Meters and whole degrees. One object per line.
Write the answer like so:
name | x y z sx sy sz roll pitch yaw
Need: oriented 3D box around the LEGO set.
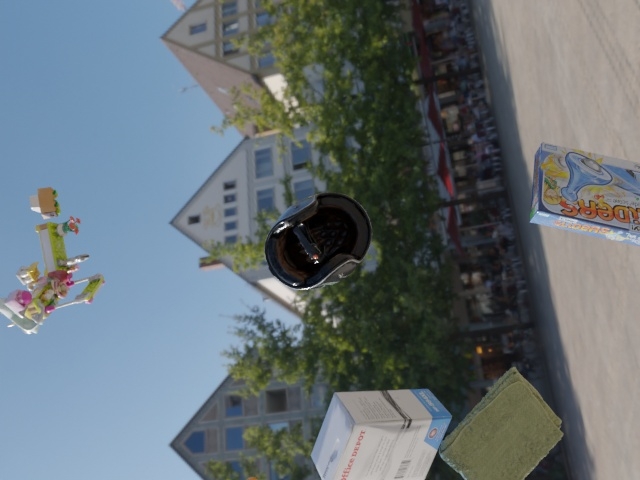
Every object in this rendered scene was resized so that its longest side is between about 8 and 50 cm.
LEGO set | -0.431 0.030 0.980 0.132 0.107 0.287 66 -169 -46

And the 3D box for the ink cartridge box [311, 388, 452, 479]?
ink cartridge box | 0.104 0.340 1.007 0.086 0.203 0.148 49 126 55

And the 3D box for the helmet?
helmet | 0.000 0.000 0.993 0.161 0.169 0.169 -30 -70 -56

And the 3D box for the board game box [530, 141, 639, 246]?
board game box | 0.428 -0.068 0.888 0.035 0.201 0.136 95 -171 -60

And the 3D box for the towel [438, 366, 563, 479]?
towel | 0.221 0.240 0.708 0.110 0.148 0.027 50 164 -5

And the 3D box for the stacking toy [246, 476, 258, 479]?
stacking toy | -0.165 0.659 1.290 0.302 0.165 0.175 -87 11 -61
